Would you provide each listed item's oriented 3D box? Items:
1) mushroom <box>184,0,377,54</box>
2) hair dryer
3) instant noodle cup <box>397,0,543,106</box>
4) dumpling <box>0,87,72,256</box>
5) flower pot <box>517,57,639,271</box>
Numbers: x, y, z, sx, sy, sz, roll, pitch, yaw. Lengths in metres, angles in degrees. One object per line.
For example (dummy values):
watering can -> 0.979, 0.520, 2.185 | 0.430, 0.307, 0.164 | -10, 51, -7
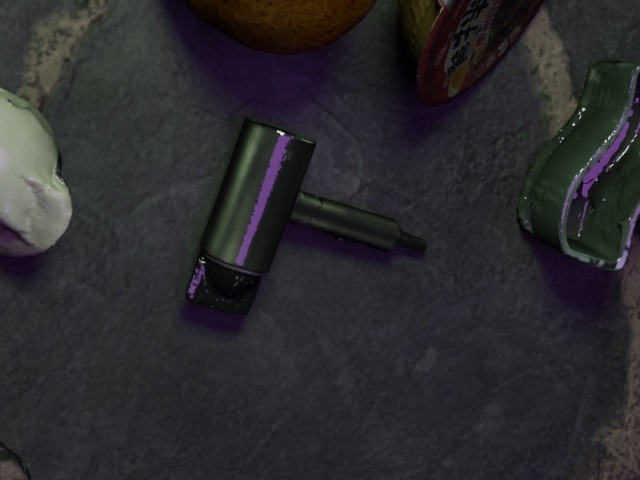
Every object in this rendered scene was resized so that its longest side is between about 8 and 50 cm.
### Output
mushroom -> -0.034, -0.304, 1.676 | 0.267, 0.267, 0.254 | -53, 146, -2
hair dryer -> 0.000, 0.000, 1.818 | 0.248, 0.078, 0.195 | 16, 98, -28
instant noodle cup -> 0.149, -0.269, 1.751 | 0.091, 0.274, 0.274 | 38, 87, 18
dumpling -> -0.319, -0.064, 1.678 | 0.150, 0.092, 0.176 | -41, 118, 8
flower pot -> 0.305, -0.088, 1.882 | 0.103, 0.108, 0.229 | 27, 91, -23
